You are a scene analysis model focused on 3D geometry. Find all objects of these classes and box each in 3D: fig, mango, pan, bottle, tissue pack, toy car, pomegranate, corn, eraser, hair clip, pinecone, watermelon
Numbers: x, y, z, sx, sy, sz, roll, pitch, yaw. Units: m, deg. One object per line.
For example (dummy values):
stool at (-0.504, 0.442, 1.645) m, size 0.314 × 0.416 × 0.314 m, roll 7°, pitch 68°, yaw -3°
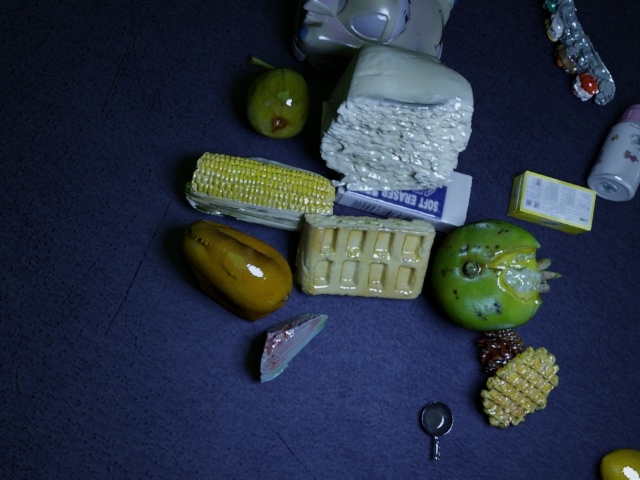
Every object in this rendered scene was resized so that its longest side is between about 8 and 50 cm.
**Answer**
fig at (-0.089, -0.293, 1.420) m, size 0.147 × 0.186 × 0.142 m, roll 1°, pitch 122°, yaw 7°
mango at (0.682, 0.541, 1.396) m, size 0.167 × 0.130 × 0.262 m, roll -31°, pitch 80°, yaw -12°
pan at (0.234, 0.386, 1.382) m, size 0.068 × 0.023 × 0.115 m, roll 9°, pitch 73°, yaw -11°
bottle at (0.709, -0.211, 1.575) m, size 0.110 × 0.110 × 0.233 m, roll 31°, pitch 73°, yaw -4°
tissue pack at (0.519, -0.083, 1.529) m, size 0.175 × 0.062 × 0.095 m, roll 15°, pitch 77°, yaw -10°
toy car at (0.122, -0.478, 1.442) m, size 0.335 × 0.226 × 0.242 m, roll 13°, pitch 75°, yaw -8°
pomegranate at (0.366, 0.073, 1.399) m, size 0.301 × 0.236 × 0.236 m, roll 5°, pitch 74°, yaw -45°
corn at (-0.121, -0.098, 1.369) m, size 0.305 × 0.122 × 0.123 m, roll 14°, pitch 106°, yaw -7°
eraser at (0.172, -0.109, 1.447) m, size 0.278 × 0.081 × 0.124 m, roll 15°, pitch 74°, yaw -9°
mango at (-0.159, 0.047, 1.299) m, size 0.236 × 0.166 × 0.136 m, roll 31°, pitch 69°, yaw -5°
hair clip at (0.588, -0.460, 1.605) m, size 0.091 × 0.138 × 0.321 m, roll -25°, pitch 84°, yaw 14°
pinecone at (0.376, 0.228, 1.411) m, size 0.102 × 0.102 × 0.110 m, roll -12°, pitch 96°, yaw -15°
watermelon at (-0.063, 0.192, 1.331) m, size 0.081 × 0.094 × 0.180 m, roll 47°, pitch 57°, yaw 4°

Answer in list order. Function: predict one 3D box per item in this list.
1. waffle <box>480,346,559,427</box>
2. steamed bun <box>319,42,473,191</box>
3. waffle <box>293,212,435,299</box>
waffle at (0.408, 0.301, 1.388) m, size 0.191 × 0.038 × 0.191 m, roll -9°, pitch 117°, yaw -19°
steamed bun at (0.159, -0.249, 1.299) m, size 0.290 × 0.272 × 0.274 m, roll 13°, pitch 72°, yaw -13°
waffle at (0.090, 0.035, 1.366) m, size 0.274 × 0.057 × 0.168 m, roll 4°, pitch 118°, yaw -12°
